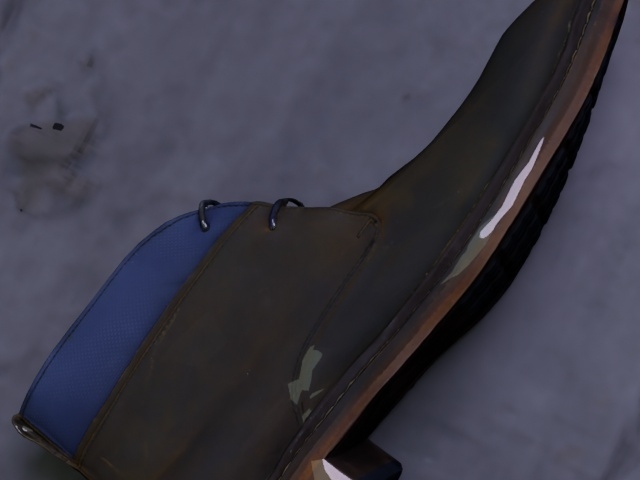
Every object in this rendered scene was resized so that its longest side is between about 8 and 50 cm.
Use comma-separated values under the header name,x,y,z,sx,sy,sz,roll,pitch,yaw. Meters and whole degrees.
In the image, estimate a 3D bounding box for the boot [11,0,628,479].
name,x,y,z,sx,sy,sz,roll,pitch,yaw
boot,0.000,0.000,0.487,0.106,0.082,0.219,31,89,12
